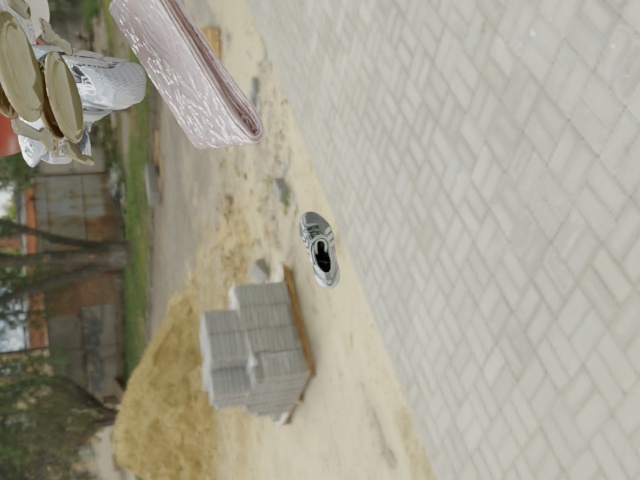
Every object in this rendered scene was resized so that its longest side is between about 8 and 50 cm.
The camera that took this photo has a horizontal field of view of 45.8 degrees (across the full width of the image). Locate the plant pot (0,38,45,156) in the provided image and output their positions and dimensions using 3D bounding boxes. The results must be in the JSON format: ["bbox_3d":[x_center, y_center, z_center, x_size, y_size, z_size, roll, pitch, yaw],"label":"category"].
[{"bbox_3d":[-0.843,-0.375,1.957,0.265,0.273,0.272,115,145,-49],"label":"plant pot"}]

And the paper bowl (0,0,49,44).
[{"bbox_3d":[-0.643,-0.489,1.490,0.284,0.148,0.284,43,151,31],"label":"paper bowl"}]

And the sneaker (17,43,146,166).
[{"bbox_3d":[-0.428,-0.224,1.341,0.366,0.137,0.210,23,113,42],"label":"sneaker"}]

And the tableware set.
[{"bbox_3d":[-0.251,-0.132,0.652,0.194,0.039,0.128,85,174,-87],"label":"tableware set"}]

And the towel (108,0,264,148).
[{"bbox_3d":[-0.233,-0.296,1.280,0.316,0.053,0.332,59,164,-17],"label":"towel"}]

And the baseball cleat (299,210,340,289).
[{"bbox_3d":[0.000,0.000,1.589,0.109,0.072,0.205,79,172,-54],"label":"baseball cleat"}]
